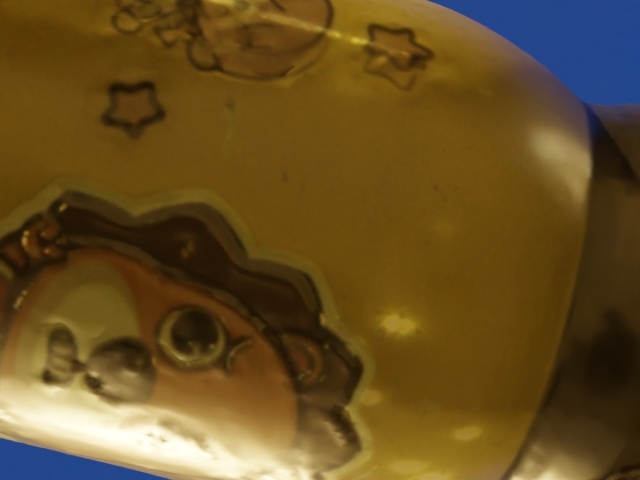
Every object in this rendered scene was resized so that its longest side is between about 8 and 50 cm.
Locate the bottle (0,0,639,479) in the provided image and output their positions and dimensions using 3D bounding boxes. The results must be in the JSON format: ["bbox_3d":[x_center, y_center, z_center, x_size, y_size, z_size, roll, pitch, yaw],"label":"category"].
[{"bbox_3d":[0.000,0.000,0.428,0.351,0.171,0.171,14,-82,-2],"label":"bottle"}]
